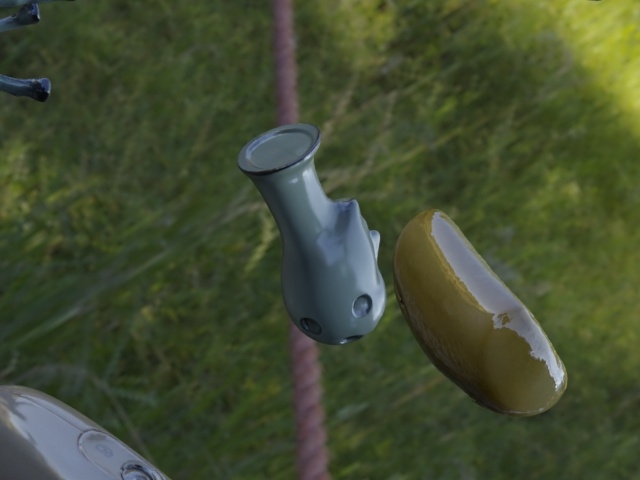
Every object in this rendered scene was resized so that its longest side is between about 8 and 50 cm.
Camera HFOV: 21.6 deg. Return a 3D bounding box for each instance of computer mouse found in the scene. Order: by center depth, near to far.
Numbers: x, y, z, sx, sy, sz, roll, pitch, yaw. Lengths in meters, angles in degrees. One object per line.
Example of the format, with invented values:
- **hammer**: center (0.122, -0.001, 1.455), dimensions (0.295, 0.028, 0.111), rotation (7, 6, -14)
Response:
- **computer mouse**: center (-0.159, 0.197, 1.118), dimensions (0.236, 0.145, 0.082), rotation (37, 35, 13)

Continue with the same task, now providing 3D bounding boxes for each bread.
- **bread**: center (0.132, 0.071, 1.517), dimensions (0.147, 0.098, 0.217), rotation (59, -4, -36)

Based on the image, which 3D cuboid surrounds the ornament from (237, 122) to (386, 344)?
- **ornament**: center (0.000, 0.000, 1.155), dimensions (0.075, 0.081, 0.156), rotation (42, -23, 62)

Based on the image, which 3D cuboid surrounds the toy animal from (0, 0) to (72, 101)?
- **toy animal**: center (-0.257, -0.181, 1.184), dimensions (0.255, 0.170, 0.090), rotation (90, -11, -63)
